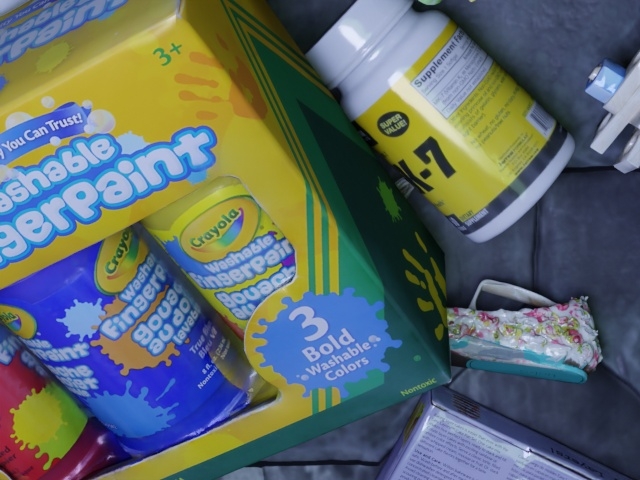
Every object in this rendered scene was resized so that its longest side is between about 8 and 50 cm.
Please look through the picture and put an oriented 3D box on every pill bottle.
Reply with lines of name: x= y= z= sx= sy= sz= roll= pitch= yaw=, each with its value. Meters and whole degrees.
pill bottle: x=0.091 y=-0.108 z=1.289 sx=0.208 sy=0.119 sz=0.119 roll=43 pitch=103 yaw=-6

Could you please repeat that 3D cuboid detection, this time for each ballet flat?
ballet flat: x=0.118 y=0.069 z=1.360 sx=0.241 sy=0.091 sz=0.077 roll=8 pitch=74 yaw=-2

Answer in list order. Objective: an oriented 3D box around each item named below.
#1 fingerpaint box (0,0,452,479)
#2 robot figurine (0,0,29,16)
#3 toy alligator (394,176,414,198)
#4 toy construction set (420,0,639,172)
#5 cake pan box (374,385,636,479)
fingerpaint box: x=-0.181 y=0.024 z=1.217 sx=0.445 sy=0.163 sz=0.371 roll=-24 pitch=124 yaw=19
robot figurine: x=-0.320 y=-0.272 z=1.234 sx=0.353 sy=0.200 sz=0.300 roll=44 pitch=108 yaw=-7
toy alligator: x=0.000 y=0.000 z=1.358 sx=0.189 sy=0.056 sz=0.051 roll=-45 pitch=55 yaw=13
toy construction set: x=0.185 y=-0.210 z=1.226 sx=0.327 sy=0.151 sz=0.215 roll=38 pitch=63 yaw=-17
cake pan box: x=0.157 y=0.287 z=1.407 sx=0.267 sy=0.070 sz=0.246 roll=25 pitch=106 yaw=-2
